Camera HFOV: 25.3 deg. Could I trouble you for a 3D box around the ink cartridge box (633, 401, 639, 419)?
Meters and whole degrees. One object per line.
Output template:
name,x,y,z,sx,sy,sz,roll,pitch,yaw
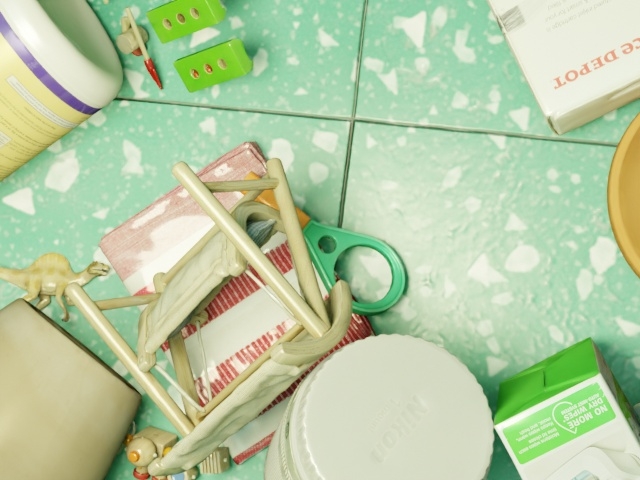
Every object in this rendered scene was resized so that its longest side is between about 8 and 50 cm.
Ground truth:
ink cartridge box,0.508,0.142,1.443,0.307,0.223,0.129,-27,83,-13

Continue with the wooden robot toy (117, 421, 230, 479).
wooden robot toy,-0.201,0.263,1.713,0.173,0.079,0.076,14,99,18

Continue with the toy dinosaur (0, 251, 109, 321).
toy dinosaur,-0.352,0.058,1.784,0.183,0.053,0.092,2,73,5

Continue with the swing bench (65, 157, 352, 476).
swing bench,-0.112,0.084,1.566,0.253,0.165,0.254,-43,67,34

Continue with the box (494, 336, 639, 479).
box,0.294,0.243,1.504,0.127,0.262,0.231,-28,91,9

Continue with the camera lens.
camera lens,0.058,0.236,1.545,0.219,0.274,0.219,3,67,-8

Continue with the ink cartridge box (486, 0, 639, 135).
ink cartridge box,0.292,-0.288,1.599,0.207,0.117,0.283,-25,77,10

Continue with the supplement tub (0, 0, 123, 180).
supplement tub,-0.431,-0.183,1.703,0.331,0.241,0.241,-34,81,10

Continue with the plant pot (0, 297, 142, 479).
plant pot,-0.367,0.232,1.660,0.323,0.323,0.280,38,82,11

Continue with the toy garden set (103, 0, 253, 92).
toy garden set,-0.198,-0.295,1.712,0.204,0.049,0.244,-11,114,46

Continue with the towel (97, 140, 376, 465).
towel,-0.095,0.074,1.726,0.237,0.037,0.329,-34,81,10

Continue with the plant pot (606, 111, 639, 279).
plant pot,0.450,-0.055,1.524,0.291,0.203,0.290,-1,87,14

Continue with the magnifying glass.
magnifying glass,0.000,0.000,1.682,0.231,0.026,0.092,38,71,2
